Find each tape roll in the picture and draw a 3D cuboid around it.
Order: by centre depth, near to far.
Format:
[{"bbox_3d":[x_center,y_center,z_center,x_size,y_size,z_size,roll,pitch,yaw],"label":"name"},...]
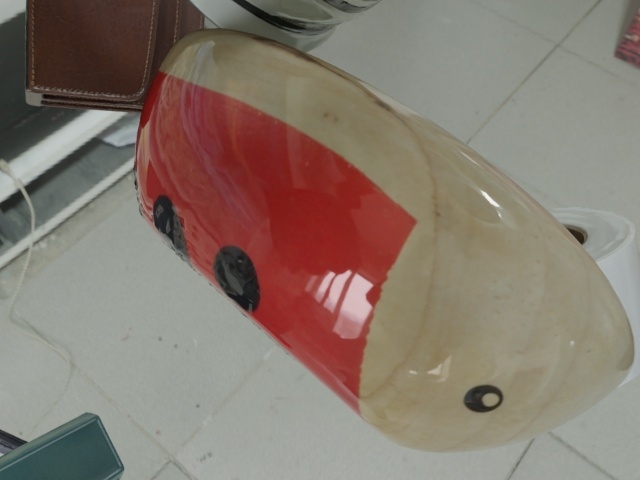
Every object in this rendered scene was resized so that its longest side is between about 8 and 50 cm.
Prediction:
[{"bbox_3d":[0.297,0.077,0.888,0.246,0.169,0.246,-16,17,5],"label":"tape roll"}]

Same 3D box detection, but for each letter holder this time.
[{"bbox_3d":[-0.223,-0.305,0.772,0.214,0.152,0.302,1,95,-24],"label":"letter holder"}]

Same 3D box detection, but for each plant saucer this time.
[{"bbox_3d":[-0.219,0.188,0.504,0.018,0.192,0.067,-29,86,20],"label":"plant saucer"}]

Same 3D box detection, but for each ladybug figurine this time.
[{"bbox_3d":[0.000,0.000,0.509,0.162,0.305,0.449,-48,51,-9],"label":"ladybug figurine"}]

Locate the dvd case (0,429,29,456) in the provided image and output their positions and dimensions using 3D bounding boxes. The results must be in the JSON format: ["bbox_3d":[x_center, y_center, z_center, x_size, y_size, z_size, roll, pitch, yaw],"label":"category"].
[{"bbox_3d":[-0.304,0.264,0.615,0.164,0.221,0.018,36,20,-24],"label":"dvd case"}]

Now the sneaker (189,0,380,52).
[{"bbox_3d":[-0.108,-0.294,0.401,0.447,0.257,0.169,27,78,-26],"label":"sneaker"}]
